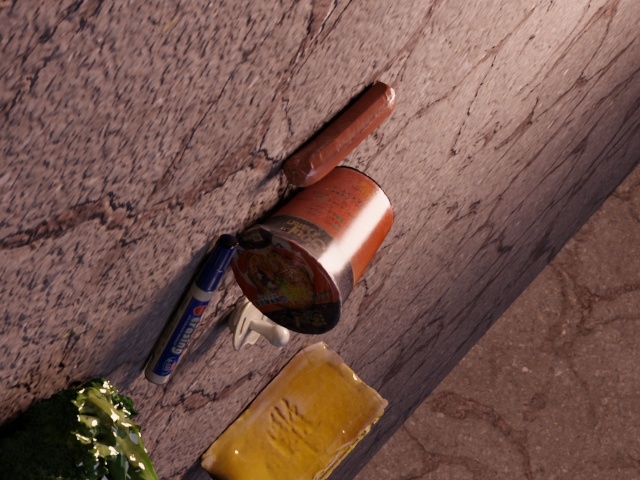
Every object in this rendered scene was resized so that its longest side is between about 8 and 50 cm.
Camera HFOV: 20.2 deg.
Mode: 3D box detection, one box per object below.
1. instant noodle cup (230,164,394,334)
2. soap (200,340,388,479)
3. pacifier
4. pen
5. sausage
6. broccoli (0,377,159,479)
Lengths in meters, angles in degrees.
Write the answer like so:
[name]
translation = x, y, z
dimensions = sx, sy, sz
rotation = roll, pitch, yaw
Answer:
[instant noodle cup]
translation = 0.000, 0.002, 1.721
dimensions = 0.135, 0.127, 0.127
rotation = -49, 171, -37
[soap]
translation = -0.034, 0.252, 2.337
dimensions = 0.233, 0.135, 0.076
rotation = -45, 168, -13
[pacifier]
translation = -0.060, 0.087, 1.885
dimensions = 0.083, 0.064, 0.068
rotation = -19, 131, -68
[pen]
translation = -0.121, 0.066, 1.684
dimensions = 0.025, 0.025, 0.204
rotation = -36, 163, -47
[sausage]
translation = 0.021, -0.099, 1.663
dimensions = 0.147, 0.035, 0.030
rotation = -42, 144, -27
[broccoli]
translation = -0.192, 0.251, 1.519
dimensions = 0.294, 0.245, 0.265
rotation = -122, -128, -77
